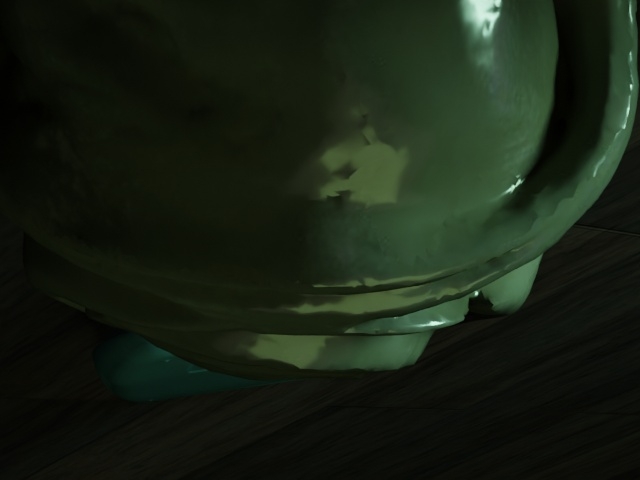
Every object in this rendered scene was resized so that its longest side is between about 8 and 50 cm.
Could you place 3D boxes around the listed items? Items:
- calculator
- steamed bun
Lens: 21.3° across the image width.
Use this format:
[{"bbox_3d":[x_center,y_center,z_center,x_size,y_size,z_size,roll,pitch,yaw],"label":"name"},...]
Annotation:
[{"bbox_3d":[-0.070,0.092,1.485,0.256,0.054,0.386,-8,170,-8],"label":"calculator"},{"bbox_3d":[-0.012,-0.057,0.843,0.343,0.255,0.368,-4,176,-11],"label":"steamed bun"}]
